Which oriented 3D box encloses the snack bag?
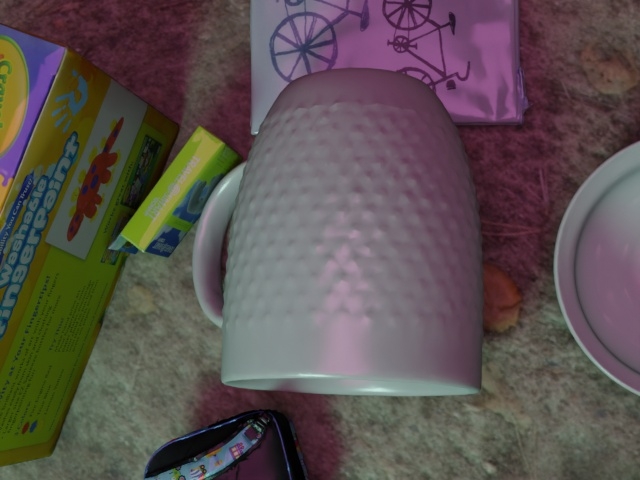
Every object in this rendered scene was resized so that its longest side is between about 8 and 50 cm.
[{"bbox_3d":[0.079,-0.291,1.339,0.342,0.037,0.323,-2,84,10],"label":"snack bag"}]

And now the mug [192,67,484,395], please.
[{"bbox_3d":[0.000,0.000,1.225,0.374,0.276,0.328,-7,76,39],"label":"mug"}]

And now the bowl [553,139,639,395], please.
[{"bbox_3d":[0.403,0.034,1.201,0.298,0.134,0.298,-1,85,10],"label":"bowl"}]

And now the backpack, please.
[{"bbox_3d":[-0.106,0.285,1.266,0.173,0.117,0.158,-19,82,6],"label":"backpack"}]

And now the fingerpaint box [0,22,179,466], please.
[{"bbox_3d":[-0.354,0.016,1.208,0.163,0.371,0.445,20,88,11],"label":"fingerpaint box"}]

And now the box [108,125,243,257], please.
[{"bbox_3d":[-0.170,-0.047,1.316,0.042,0.109,0.178,37,91,9],"label":"box"}]
